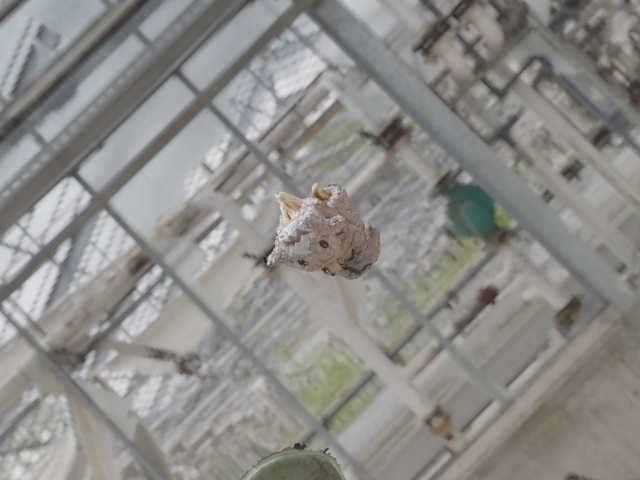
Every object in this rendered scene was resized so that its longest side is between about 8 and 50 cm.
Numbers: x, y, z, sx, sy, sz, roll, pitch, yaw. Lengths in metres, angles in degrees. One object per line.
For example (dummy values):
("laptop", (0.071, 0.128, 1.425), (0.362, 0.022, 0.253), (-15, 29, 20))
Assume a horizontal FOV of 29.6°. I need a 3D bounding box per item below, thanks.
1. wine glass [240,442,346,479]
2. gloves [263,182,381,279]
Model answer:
("wine glass", (0.005, 0.438, 1.573), (0.190, 0.190, 0.357), (-46, 30, 9))
("gloves", (0.008, -0.004, 1.459), (0.144, 0.094, 0.110), (10, -50, -24))
